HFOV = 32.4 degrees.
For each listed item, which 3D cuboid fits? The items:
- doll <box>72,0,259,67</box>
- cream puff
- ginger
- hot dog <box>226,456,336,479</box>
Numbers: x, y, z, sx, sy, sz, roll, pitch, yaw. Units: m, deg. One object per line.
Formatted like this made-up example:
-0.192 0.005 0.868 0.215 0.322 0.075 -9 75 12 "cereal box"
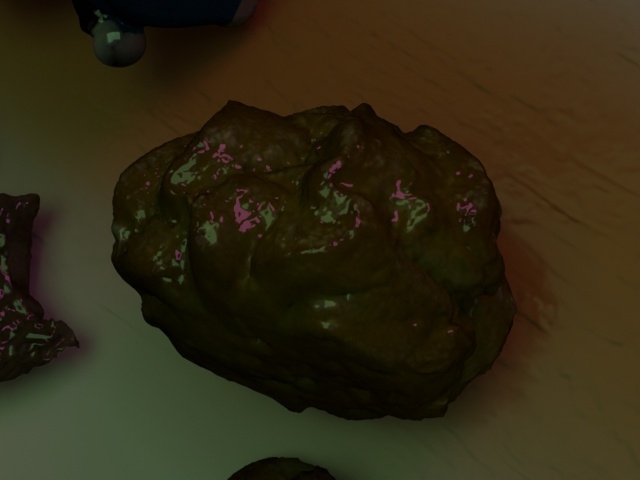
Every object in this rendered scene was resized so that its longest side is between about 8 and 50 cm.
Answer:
-0.187 -0.292 0.787 0.310 0.240 0.284 44 122 27 "doll"
-0.001 0.014 0.673 0.244 0.244 0.196 40 79 21 "cream puff"
-0.278 -0.023 0.836 0.122 0.084 0.290 -32 70 15 "ginger"
-0.047 0.239 0.695 0.146 0.103 0.213 24 85 22 "hot dog"
